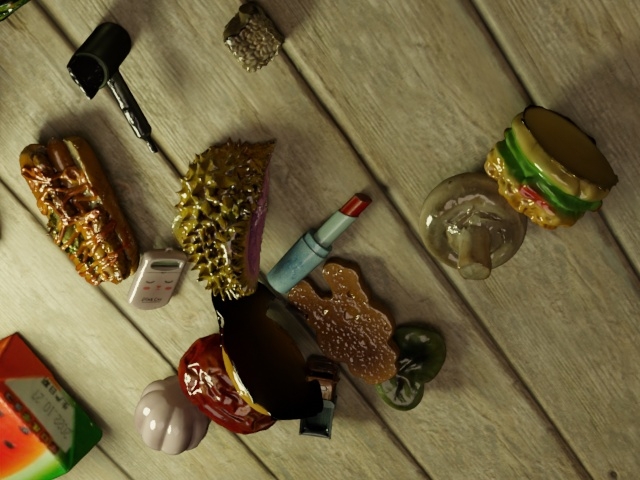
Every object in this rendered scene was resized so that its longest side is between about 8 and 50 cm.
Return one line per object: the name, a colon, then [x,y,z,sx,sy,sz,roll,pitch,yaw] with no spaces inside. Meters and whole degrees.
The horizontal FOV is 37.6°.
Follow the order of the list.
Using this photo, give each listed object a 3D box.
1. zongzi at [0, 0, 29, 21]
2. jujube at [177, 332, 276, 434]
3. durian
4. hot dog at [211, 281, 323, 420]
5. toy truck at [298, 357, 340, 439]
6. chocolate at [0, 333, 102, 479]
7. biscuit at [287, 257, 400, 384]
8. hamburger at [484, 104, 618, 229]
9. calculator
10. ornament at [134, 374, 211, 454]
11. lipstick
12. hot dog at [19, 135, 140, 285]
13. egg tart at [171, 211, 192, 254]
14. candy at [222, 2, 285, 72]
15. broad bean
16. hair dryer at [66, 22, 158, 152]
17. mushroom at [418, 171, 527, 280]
zongzi: [-0.532,-0.505,1.602,0.383,0.362,0.319,18,135,43]
jujube: [-0.196,0.317,2.064,0.250,0.174,0.174,39,119,-17]
durian: [-0.194,-0.037,1.840,0.191,0.112,0.341,6,108,-9]
hot dog: [-0.115,0.239,1.974,0.194,0.326,0.107,-8,155,-17]
toy truck: [-0.004,0.362,2.112,0.083,0.092,0.192,8,122,3]
chocolate: [-0.767,0.444,2.222,0.360,0.161,0.341,-26,112,22]
biscuit: [0.062,0.177,1.997,0.186,0.044,0.295,-25,104,25]
hamburger: [0.407,-0.118,1.685,0.237,0.237,0.149,30,123,-11]
calculator: [-0.347,0.079,1.991,0.100,0.032,0.175,1,131,-36]
ornament: [-0.335,0.402,2.136,0.177,0.177,0.178,3,122,5]
lipstick: [0.000,0.000,1.904,0.068,0.061,0.274,45,112,-1]
hot dog: [-0.486,-0.050,1.902,0.158,0.117,0.349,-11,120,14]
egg tart: [-0.251,-0.007,1.939,0.128,0.049,0.129,4,123,7]
candy: [-0.123,-0.361,1.681,0.095,0.085,0.110,-36,121,19]
broad bean: [0.189,0.270,2.052,0.153,0.072,0.207,14,112,-2]
hair dryer: [-0.365,-0.252,1.715,0.078,0.196,0.248,-19,120,19]
mushroom: [0.287,-0.013,1.768,0.207,0.215,0.207,4,131,5]
